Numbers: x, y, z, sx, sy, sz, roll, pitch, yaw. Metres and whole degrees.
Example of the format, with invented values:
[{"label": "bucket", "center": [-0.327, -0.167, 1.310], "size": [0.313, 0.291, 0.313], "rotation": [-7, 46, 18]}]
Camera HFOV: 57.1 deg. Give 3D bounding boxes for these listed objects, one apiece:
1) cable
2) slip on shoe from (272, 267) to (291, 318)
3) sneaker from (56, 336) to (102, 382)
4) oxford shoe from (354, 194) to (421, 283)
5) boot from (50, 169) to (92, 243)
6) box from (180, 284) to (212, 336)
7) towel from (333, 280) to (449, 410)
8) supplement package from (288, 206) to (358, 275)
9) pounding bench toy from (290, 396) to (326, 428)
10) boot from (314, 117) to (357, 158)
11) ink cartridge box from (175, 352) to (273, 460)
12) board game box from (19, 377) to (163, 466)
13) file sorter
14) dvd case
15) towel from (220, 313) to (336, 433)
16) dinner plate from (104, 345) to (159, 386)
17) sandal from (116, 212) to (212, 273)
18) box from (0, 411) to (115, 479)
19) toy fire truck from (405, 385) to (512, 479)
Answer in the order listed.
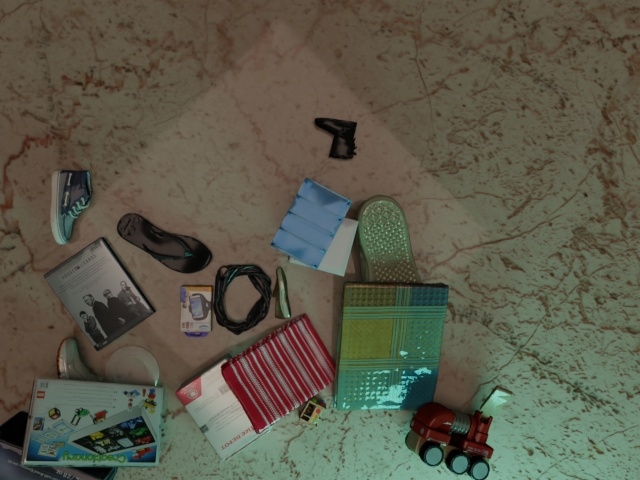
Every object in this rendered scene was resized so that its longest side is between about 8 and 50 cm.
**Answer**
[{"label": "cable", "center": [-0.204, 0.155, 1.538], "size": [0.150, 0.047, 0.185], "rotation": [3, 89, -9]}, {"label": "slip on shoe", "center": [-0.107, 0.139, 1.540], "size": [0.041, 0.051, 0.135], "rotation": [-8, 98, 8]}, {"label": "sneaker", "center": [-0.600, 0.372, 1.502], "size": [0.121, 0.099, 0.262], "rotation": [-9, 87, -27]}, {"label": "oxford shoe", "center": [0.172, 0.092, 1.522], "size": [0.169, 0.130, 0.449], "rotation": [-10, 107, -3]}, {"label": "boot", "center": [-0.627, -0.086, 1.487], "size": [0.086, 0.069, 0.190], "rotation": [-2, 90, -1]}, {"label": "box", "center": [-0.324, 0.186, 1.535], "size": [0.081, 0.028, 0.136], "rotation": [1, 90, -4]}, {"label": "towel", "center": [0.176, 0.275, 1.506], "size": [0.271, 0.040, 0.370], "rotation": [2, 111, -4]}, {"label": "supplement package", "center": [0.000, 0.000, 1.443], "size": [0.133, 0.244, 0.139], "rotation": [15, 91, -4]}, {"label": "pounding bench toy", "center": [-0.033, 0.440, 1.548], "size": [0.083, 0.052, 0.065], "rotation": [28, 89, -4]}, {"label": "boot", "center": [0.039, -0.267, 1.541], "size": [0.121, 0.045, 0.099], "rotation": [7, 94, -4]}, {"label": "ink cartridge box", "center": [-0.243, 0.426, 1.514], "size": [0.158, 0.092, 0.218], "rotation": [-33, 92, -3]}, {"label": "board game box", "center": [-0.539, 0.441, 1.414], "size": [0.305, 0.053, 0.193], "rotation": [13, 59, -29]}, {"label": "file sorter", "center": [-0.021, -0.036, 1.266], "size": [0.118, 0.104, 0.170], "rotation": [28, 90, -1]}, {"label": "dvd case", "center": [-0.569, 0.138, 1.517], "size": [0.179, 0.029, 0.239], "rotation": [-34, 93, -2]}, {"label": "towel", "center": [-0.098, 0.337, 1.502], "size": [0.275, 0.031, 0.199], "rotation": [-30, 93, -25]}, {"label": "dinner plate", "center": [-0.493, 0.346, 1.535], "size": [0.141, 0.017, 0.141], "rotation": [0, 91, -2]}, {"label": "sandal", "center": [-0.406, 0.014, 1.511], "size": [0.254, 0.054, 0.097], "rotation": [23, 90, -4]}, {"label": "box", "center": [-0.696, 0.634, 1.447], "size": [0.296, 0.183, 0.294], "rotation": [23, 91, -4]}, {"label": "toy fire truck", "center": [0.366, 0.468, 1.511], "size": [0.217, 0.158, 0.246], "rotation": [22, 86, -15]}]
